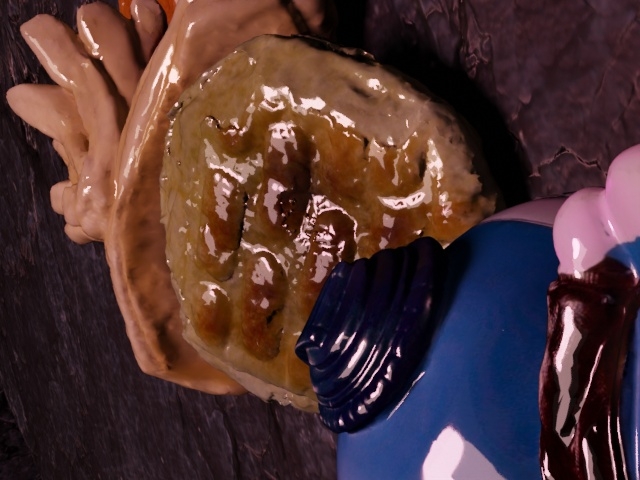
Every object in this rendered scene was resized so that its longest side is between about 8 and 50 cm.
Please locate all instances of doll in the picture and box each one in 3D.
[{"bbox_3d":[0.136,0.084,0.531,0.240,0.284,0.310,-65,15,-12],"label":"doll"}]

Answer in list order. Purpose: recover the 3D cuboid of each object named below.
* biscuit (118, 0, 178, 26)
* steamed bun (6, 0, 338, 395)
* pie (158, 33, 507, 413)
[{"bbox_3d":[-0.139,-0.189,1.225,0.334,0.047,0.202,-38,69,64],"label":"biscuit"},{"bbox_3d":[-0.122,-0.061,1.045,0.189,0.247,0.428,-111,18,-46],"label":"steamed bun"},{"bbox_3d":[0.000,0.000,0.863,0.306,0.071,0.306,15,120,27],"label":"pie"}]
